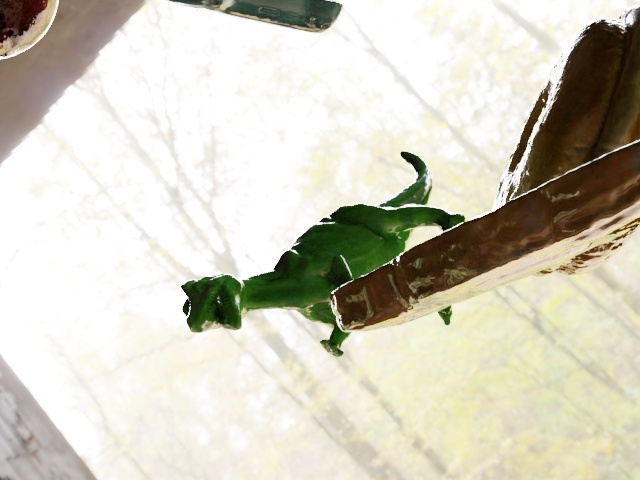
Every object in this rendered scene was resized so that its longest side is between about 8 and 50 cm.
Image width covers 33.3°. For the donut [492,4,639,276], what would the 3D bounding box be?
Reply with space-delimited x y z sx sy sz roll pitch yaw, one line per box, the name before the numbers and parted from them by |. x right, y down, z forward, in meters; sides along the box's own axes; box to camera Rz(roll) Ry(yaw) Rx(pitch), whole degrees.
donut | 0.406 -0.143 1.615 0.449 0.198 0.448 21 -90 -88

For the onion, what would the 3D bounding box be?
onion | -0.397 -0.280 1.287 0.160 0.194 0.159 -3 -42 -2

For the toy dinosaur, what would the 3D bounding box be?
toy dinosaur | 0.000 0.000 1.468 0.375 0.500 0.143 -3 -65 -5

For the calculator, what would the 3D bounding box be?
calculator | -0.132 -0.364 1.628 0.256 0.386 0.054 7 -79 -25

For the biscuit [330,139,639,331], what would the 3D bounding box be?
biscuit | 0.176 -0.015 0.761 0.376 0.051 0.269 -28 -5 29
